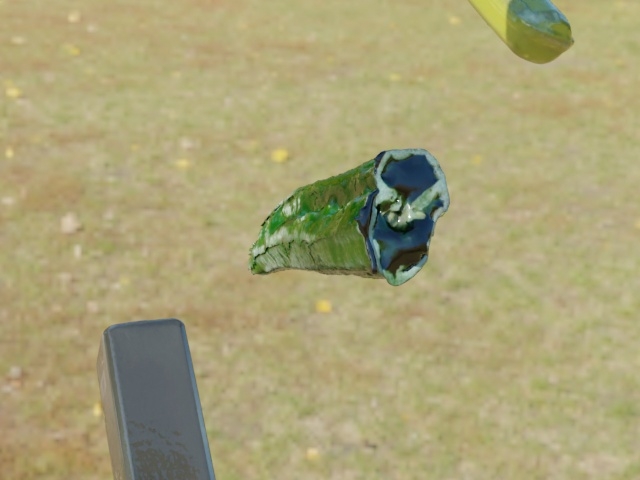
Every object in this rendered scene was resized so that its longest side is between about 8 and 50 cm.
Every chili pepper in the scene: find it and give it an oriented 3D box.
[{"bbox_3d":[0.000,0.000,0.996,0.059,0.088,0.227,28,-20,-20],"label":"chili pepper"}]

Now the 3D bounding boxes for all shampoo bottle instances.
[{"bbox_3d":[-0.141,0.192,1.322,0.079,0.080,0.246,-4,59,-16],"label":"shampoo bottle"}]

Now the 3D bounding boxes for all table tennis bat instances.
[{"bbox_3d":[0.130,-0.273,1.412,0.224,0.054,0.368,14,29,-37],"label":"table tennis bat"}]
